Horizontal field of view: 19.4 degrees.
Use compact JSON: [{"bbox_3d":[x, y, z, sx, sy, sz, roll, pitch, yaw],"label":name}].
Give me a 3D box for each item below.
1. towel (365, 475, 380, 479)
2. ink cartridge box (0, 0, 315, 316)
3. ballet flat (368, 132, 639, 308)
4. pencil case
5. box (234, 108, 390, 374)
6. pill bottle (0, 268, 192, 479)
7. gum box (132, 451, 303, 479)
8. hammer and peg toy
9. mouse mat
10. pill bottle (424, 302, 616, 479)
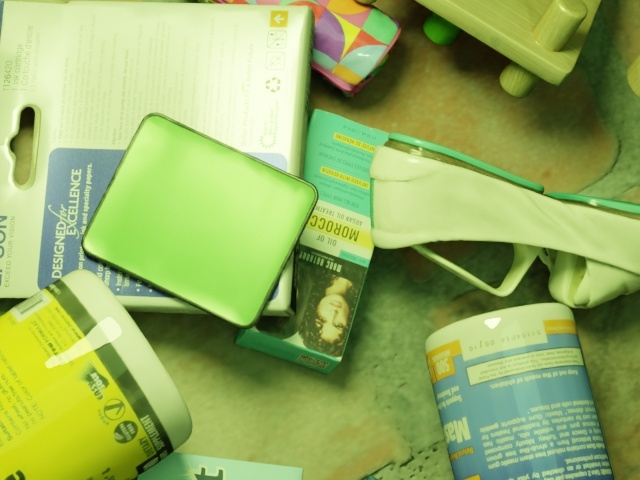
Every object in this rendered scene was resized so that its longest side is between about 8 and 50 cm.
[{"bbox_3d":[0.080,0.283,1.805,0.119,0.029,0.067,33,69,-2],"label":"towel"},{"bbox_3d":[-0.168,-0.081,1.802,0.307,0.072,0.303,2,79,9],"label":"ink cartridge box"},{"bbox_3d":[0.222,-0.001,1.871,0.400,0.139,0.139,14,71,-21],"label":"ballet flat"},{"bbox_3d":[-0.037,-0.237,1.889,0.236,0.104,0.104,30,70,-5],"label":"pencil case"},{"bbox_3d":[0.000,0.000,1.851,0.100,0.060,0.244,19,71,-8],"label":"box"},{"bbox_3d":[-0.296,0.187,1.649,0.334,0.188,0.188,-34,84,-11],"label":"pill bottle"},{"bbox_3d":[-0.115,0.282,1.752,0.184,0.041,0.157,8,71,-12],"label":"gum box"},{"bbox_3d":[0.219,-0.269,1.913,0.361,0.127,0.266,30,43,-4],"label":"hammer and peg toy"},{"bbox_3d":[-0.113,-0.020,1.746,0.190,0.007,0.152,25,83,12],"label":"mouse mat"},{"bbox_3d":[0.200,0.208,1.791,0.152,0.152,0.272,-8,76,-16],"label":"pill bottle"}]
